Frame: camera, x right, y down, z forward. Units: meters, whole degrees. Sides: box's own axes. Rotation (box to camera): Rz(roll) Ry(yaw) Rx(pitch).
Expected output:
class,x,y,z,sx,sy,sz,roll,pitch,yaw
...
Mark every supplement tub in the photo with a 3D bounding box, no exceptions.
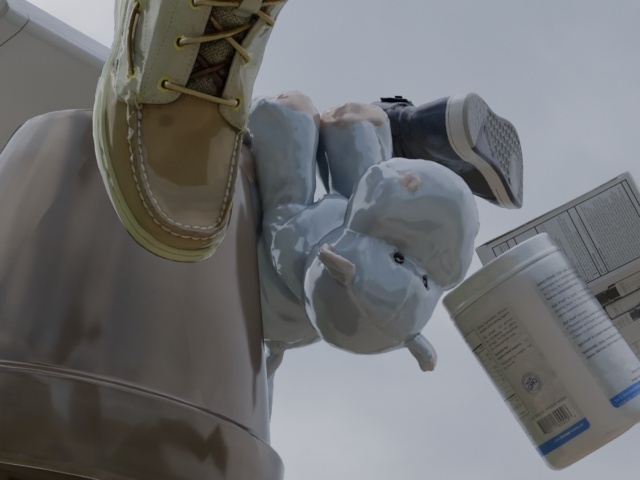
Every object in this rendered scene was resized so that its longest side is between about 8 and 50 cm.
class,x,y,z,sx,sy,sz,roll,pitch,yaw
supplement tub,0.119,0.058,0.736,0.071,0.071,0.107,-42,-105,42

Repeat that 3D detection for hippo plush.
class,x,y,z,sx,sy,sz,roll,pitch,yaw
hippo plush,0.000,0.000,1.224,0.234,0.294,0.236,43,-11,-20

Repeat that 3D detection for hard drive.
class,x,y,z,sx,sy,sz,roll,pitch,yaw
hard drive,-0.345,-0.161,1.716,0.233,0.047,0.353,-32,-28,19

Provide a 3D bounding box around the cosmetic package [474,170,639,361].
class,x,y,z,sx,sy,sz,roll,pitch,yaw
cosmetic package,0.179,0.048,0.883,0.099,0.060,0.239,-26,-29,11

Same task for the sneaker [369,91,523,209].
class,x,y,z,sx,sy,sz,roll,pitch,yaw
sneaker,0.118,-0.089,1.510,0.164,0.086,0.226,-6,-23,25

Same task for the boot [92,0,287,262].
class,x,y,z,sx,sy,sz,roll,pitch,yaw
boot,-0.045,-0.110,0.707,0.077,0.213,0.165,13,-27,-29

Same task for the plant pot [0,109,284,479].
class,x,y,z,sx,sy,sz,roll,pitch,yaw
plant pot,-0.168,0.069,1.061,0.323,0.280,0.323,8,-23,3
